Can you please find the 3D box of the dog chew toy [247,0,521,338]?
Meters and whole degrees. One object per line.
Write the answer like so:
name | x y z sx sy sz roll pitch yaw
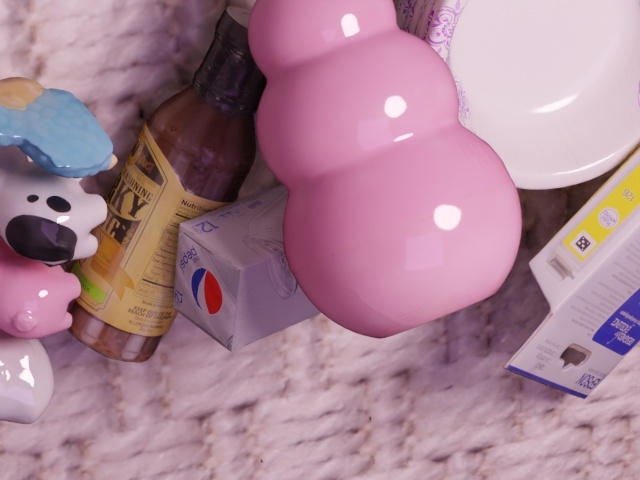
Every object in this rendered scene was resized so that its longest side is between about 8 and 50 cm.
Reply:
dog chew toy | 0.040 -0.089 1.656 0.207 0.206 0.332 -21 89 -8

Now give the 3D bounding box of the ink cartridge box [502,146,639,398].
ink cartridge box | 0.315 0.017 1.935 0.307 0.072 0.303 -44 157 9

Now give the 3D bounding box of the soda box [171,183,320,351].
soda box | 0.000 0.000 1.809 0.286 0.091 0.098 -22 133 -37

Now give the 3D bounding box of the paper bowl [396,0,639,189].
paper bowl | 0.205 -0.202 1.801 0.284 0.148 0.284 -9 121 -15

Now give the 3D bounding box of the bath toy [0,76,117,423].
bath toy | -0.297 0.025 1.759 0.129 0.151 0.348 -12 132 -38

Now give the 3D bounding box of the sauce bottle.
sauce bottle | -0.131 -0.053 1.791 0.111 0.111 0.344 18 109 -28
